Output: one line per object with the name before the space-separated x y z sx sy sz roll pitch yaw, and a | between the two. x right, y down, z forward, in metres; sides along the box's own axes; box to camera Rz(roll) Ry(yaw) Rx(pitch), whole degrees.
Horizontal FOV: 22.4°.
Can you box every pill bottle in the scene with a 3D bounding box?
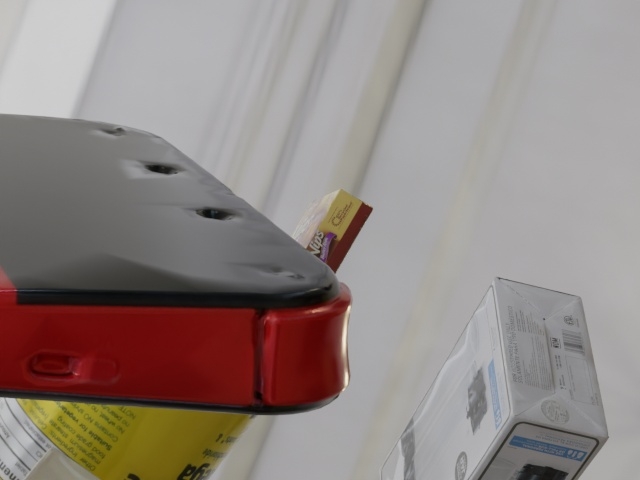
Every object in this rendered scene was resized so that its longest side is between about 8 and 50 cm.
pill bottle | -0.187 0.172 1.387 0.334 0.188 0.188 -52 -28 5

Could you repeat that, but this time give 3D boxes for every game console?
game console | -0.192 -0.004 0.792 0.342 0.386 0.060 2 -75 -23

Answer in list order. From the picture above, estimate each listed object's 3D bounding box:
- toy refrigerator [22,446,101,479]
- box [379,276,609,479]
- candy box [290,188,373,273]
toy refrigerator | -0.232 0.284 1.107 0.269 0.094 0.102 -52 -8 -31
box | 0.146 0.194 1.454 0.169 0.087 0.290 -92 20 -45
candy box | 0.000 0.000 2.014 0.109 0.053 0.187 -59 9 -8
